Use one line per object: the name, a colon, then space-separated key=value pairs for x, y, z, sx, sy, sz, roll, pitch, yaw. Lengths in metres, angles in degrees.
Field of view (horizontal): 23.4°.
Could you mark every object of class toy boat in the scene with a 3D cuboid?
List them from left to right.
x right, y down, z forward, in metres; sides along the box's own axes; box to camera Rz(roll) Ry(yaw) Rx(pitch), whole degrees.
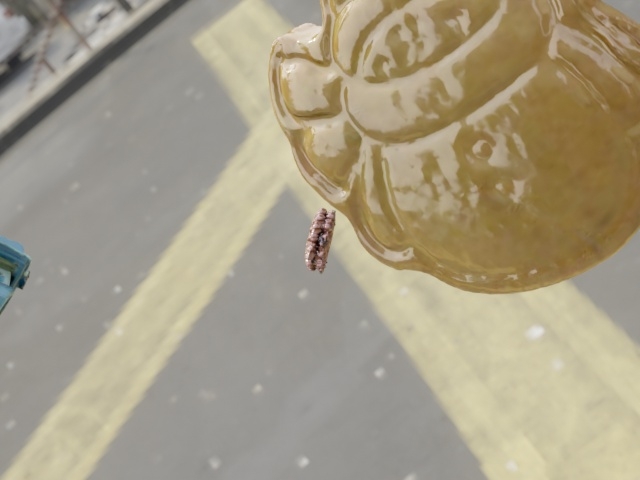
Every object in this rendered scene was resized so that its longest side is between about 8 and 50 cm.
toy boat: x=-0.438 y=0.095 z=1.856 sx=0.238 sy=0.109 sz=0.098 roll=-48 pitch=28 yaw=27

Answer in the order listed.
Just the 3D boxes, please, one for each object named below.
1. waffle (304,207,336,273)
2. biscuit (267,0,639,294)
waffle: x=0.000 y=0.000 z=1.768 sx=0.083 sy=0.029 sz=0.075 roll=-68 pitch=-9 yaw=-78
biscuit: x=0.103 y=-0.112 z=1.220 sx=0.312 sy=0.351 sz=0.057 roll=-44 pitch=-4 yaw=37
